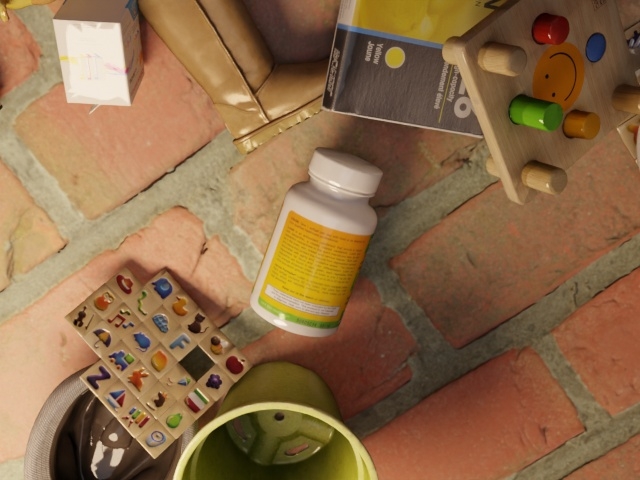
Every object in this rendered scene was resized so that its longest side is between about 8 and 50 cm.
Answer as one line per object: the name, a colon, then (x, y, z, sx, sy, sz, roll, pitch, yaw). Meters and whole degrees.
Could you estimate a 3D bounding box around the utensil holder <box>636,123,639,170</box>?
utensil holder: (0.583, -0.074, 1.240, 0.327, 0.385, 0.328, 2, 115, 5)

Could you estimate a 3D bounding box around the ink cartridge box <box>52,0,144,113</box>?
ink cartridge box: (-0.291, -0.249, 1.332, 0.090, 0.092, 0.143, 4, 130, 4)

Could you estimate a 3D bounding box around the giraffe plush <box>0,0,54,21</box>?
giraffe plush: (-0.385, -0.373, 1.284, 0.210, 0.181, 0.170, 14, 113, 3)

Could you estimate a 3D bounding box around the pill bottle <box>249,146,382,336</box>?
pill bottle: (0.000, 0.000, 1.409, 0.136, 0.136, 0.246, 18, 105, -7)

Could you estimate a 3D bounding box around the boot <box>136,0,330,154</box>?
boot: (-0.091, -0.280, 1.351, 0.236, 0.089, 0.269, -30, 104, 7)

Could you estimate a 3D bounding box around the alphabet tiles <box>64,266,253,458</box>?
alphabet tiles: (-0.247, 0.160, 1.443, 0.237, 0.009, 0.198, 47, 67, 2)

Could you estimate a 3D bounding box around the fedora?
fedora: (-0.307, 0.307, 1.487, 0.243, 0.124, 0.275, 17, 86, -10)

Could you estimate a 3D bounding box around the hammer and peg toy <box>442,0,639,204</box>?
hammer and peg toy: (0.287, -0.257, 1.265, 0.266, 0.127, 0.361, -38, 123, -18)

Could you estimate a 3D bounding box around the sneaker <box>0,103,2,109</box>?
sneaker: (-0.605, -0.163, 1.350, 0.295, 0.124, 0.178, -36, 109, 1)

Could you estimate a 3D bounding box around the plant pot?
plant pot: (-0.060, 0.304, 1.437, 0.276, 0.254, 0.276, 0, 107, 0)

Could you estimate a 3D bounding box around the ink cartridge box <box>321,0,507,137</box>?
ink cartridge box: (0.176, -0.295, 1.314, 0.307, 0.072, 0.304, 7, 102, -17)

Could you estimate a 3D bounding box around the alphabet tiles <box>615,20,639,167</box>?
alphabet tiles: (0.575, -0.194, 1.432, 0.285, 0.011, 0.342, -33, 105, 8)
